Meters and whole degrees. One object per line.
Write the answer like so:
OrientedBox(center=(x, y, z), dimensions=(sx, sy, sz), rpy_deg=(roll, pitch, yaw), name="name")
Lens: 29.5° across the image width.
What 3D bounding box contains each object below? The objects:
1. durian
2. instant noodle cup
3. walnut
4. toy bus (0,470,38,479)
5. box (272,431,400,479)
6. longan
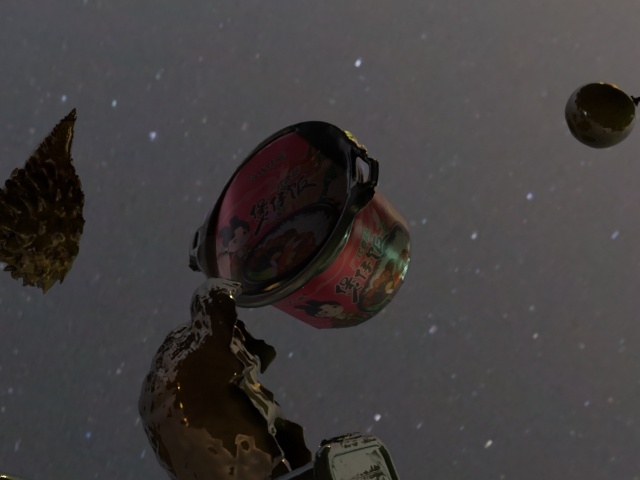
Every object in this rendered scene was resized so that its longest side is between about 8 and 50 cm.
OrientedBox(center=(-0.315, -0.046, 1.328), dimensions=(0.078, 0.224, 0.140), rpy_deg=(0, -151, -38), name="durian")
OrientedBox(center=(0.000, 0.000, 1.558), dimensions=(0.181, 0.302, 0.258), rpy_deg=(35, -122, -40), name="instant noodle cup")
OrientedBox(center=(-0.098, 0.164, 1.135), dimensions=(0.141, 0.238, 0.204), rpy_deg=(-19, -159, 1), name="walnut")
OrientedBox(center=(-0.462, 0.360, 1.381), dimensions=(0.199, 0.343, 0.184), rpy_deg=(11, -109, -56), name="toy bus")
OrientedBox(center=(0.008, 0.165, 0.615), dimensions=(0.084, 0.069, 0.122), rpy_deg=(9, -121, -65), name="box")
OrientedBox(center=(0.284, -0.127, 1.201), dimensions=(0.083, 0.075, 0.075), rpy_deg=(-21, -119, 2), name="longan")
